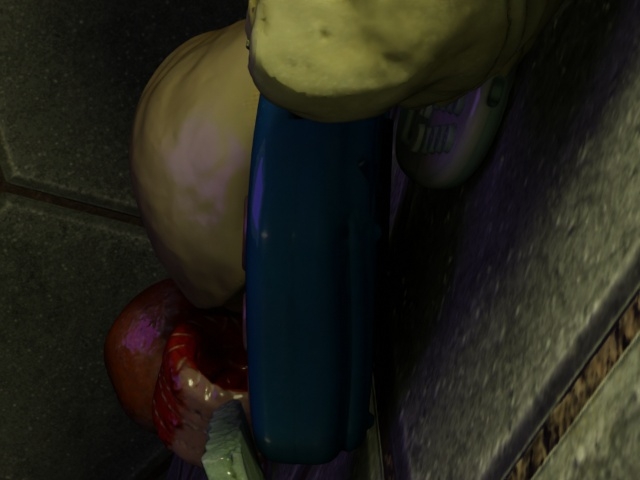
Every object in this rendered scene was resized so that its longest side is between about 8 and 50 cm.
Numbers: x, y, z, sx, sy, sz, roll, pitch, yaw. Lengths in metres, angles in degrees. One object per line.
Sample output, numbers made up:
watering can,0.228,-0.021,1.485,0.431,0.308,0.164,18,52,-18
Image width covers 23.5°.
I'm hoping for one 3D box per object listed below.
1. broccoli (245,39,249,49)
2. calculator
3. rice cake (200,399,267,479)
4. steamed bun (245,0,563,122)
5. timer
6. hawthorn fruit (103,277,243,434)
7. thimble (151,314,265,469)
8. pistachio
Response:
broccoli,0.032,-0.281,1.414,0.304,0.145,0.165,-56,5,-19
calculator,0.107,-0.132,1.224,0.295,0.042,0.184,-120,45,-77
rice cake,-0.046,0.244,1.267,0.189,0.037,0.198,-108,-5,-79
steamed bun,0.082,-0.215,0.974,0.289,0.203,0.276,-57,-23,-65
timer,0.000,0.000,1.290,0.309,0.115,0.340,-85,-4,-48
hawthorn fruit,-0.177,0.145,2.115,0.231,0.235,0.262,-94,18,-65
thimble,-0.120,0.185,1.874,0.189,0.163,0.125,-87,11,-60
pistachio,-0.086,-0.105,1.877,0.365,0.281,0.445,-63,26,25
